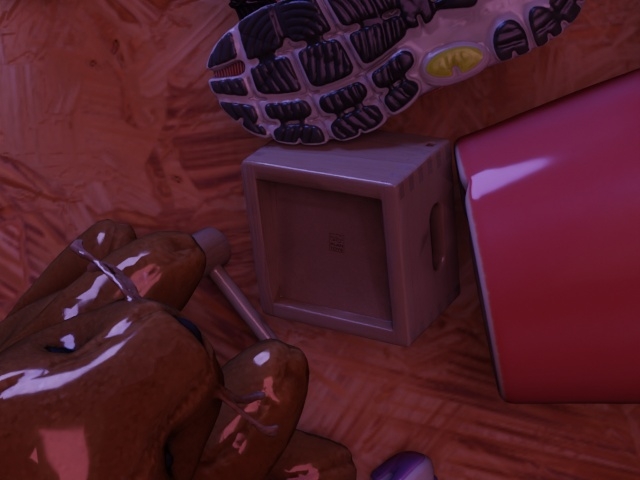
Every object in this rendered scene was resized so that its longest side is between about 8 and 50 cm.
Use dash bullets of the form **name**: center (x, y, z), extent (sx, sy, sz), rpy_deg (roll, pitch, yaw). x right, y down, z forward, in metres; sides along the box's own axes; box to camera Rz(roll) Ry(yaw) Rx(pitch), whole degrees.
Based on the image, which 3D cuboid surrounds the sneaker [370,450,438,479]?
- **sneaker**: center (0.022, 0.272, 0.976), extent (0.236, 0.095, 0.104), rpy_deg (-43, 97, -6)

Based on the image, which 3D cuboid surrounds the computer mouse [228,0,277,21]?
- **computer mouse**: center (0.022, -0.255, 0.958), extent (0.262, 0.060, 0.184), rpy_deg (-36, 127, 7)

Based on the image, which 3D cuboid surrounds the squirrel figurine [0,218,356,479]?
- **squirrel figurine**: center (-0.185, 0.169, 0.825), extent (0.397, 0.370, 0.281), rpy_deg (-37, 89, -4)

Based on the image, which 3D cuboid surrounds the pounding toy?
- **pounding toy**: center (-0.004, 0.007, 0.981), extent (0.206, 0.094, 0.181), rpy_deg (11, 122, 31)

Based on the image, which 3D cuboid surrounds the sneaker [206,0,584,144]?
- **sneaker**: center (0.058, -0.142, 0.950), extent (0.279, 0.118, 0.107), rpy_deg (-15, 97, 7)

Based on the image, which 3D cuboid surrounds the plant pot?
- **plant pot**: center (0.230, 0.002, 0.931), extent (0.243, 0.275, 0.275), rpy_deg (-11, 87, 5)
